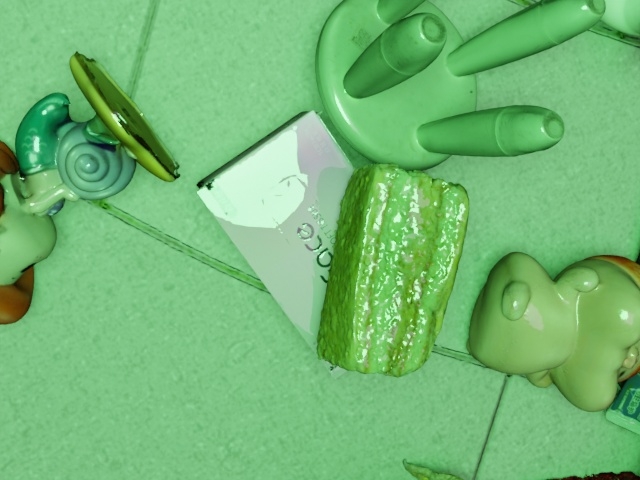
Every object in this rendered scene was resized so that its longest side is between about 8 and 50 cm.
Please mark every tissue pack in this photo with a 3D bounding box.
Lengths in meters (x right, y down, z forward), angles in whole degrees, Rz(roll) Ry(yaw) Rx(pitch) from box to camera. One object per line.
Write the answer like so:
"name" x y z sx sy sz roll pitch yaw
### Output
"tissue pack" 0.000 0.000 0.874 0.149 0.092 0.246 -36 100 -3

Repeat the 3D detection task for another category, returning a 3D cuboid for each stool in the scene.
"stool" 0.122 -0.182 0.786 0.195 0.199 0.195 32 66 -21

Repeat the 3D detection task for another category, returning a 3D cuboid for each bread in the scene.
"bread" 0.064 0.028 0.772 0.102 0.138 0.196 12 90 -8

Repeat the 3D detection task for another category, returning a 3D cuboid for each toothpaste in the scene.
"toothpaste" 0.388 0.129 0.937 0.057 0.035 0.197 24 103 10

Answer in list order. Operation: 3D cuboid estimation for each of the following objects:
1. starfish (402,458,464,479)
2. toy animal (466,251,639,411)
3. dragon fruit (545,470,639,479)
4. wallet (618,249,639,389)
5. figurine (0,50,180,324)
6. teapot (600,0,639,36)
"starfish" 0.057 0.363 0.793 0.132 0.398 0.383 40 118 9
"toy animal" 0.269 0.090 0.895 0.198 0.171 0.171 6 97 -5
"dragon fruit" 0.315 0.339 0.953 0.161 0.120 0.127 -7 105 -14
"wallet" 0.463 0.021 0.958 0.197 0.051 0.377 7 100 -6
"figurine" -0.290 -0.057 0.798 0.257 0.181 0.208 -37 141 0
"teapot" 0.356 -0.328 0.856 0.204 0.139 0.298 5 98 -6
